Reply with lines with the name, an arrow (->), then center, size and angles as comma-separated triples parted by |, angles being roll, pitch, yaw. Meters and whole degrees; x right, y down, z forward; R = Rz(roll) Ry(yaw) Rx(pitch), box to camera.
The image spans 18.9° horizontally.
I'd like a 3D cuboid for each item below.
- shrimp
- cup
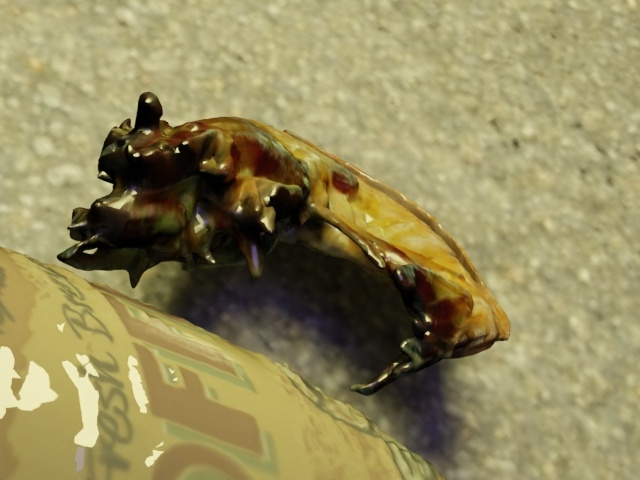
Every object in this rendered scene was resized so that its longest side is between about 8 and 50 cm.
shrimp -> -0.004, 0.007, 0.848 | 0.178, 0.075, 0.289 | 31, 8, 12
cup -> -0.073, 0.122, 0.768 | 0.257, 0.227, 0.301 | 21, 24, -22
